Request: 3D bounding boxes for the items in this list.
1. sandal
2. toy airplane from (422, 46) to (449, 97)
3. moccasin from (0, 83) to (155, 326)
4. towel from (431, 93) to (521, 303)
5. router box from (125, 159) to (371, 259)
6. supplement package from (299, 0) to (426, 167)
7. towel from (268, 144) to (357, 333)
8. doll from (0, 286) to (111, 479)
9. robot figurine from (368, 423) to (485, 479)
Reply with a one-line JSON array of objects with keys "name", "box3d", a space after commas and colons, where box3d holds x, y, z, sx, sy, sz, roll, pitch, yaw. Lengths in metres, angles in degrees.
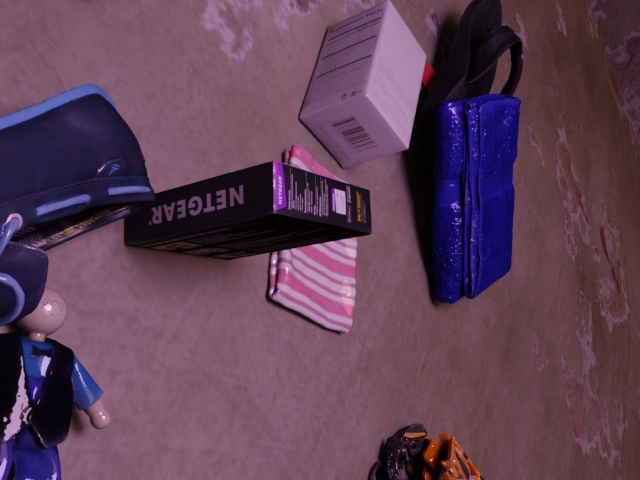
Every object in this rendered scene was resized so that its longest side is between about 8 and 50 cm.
[{"name": "sandal", "box3d": [0.278, -0.265, 1.179, 0.445, 0.107, 0.167, -63, 146, -36]}, {"name": "toy airplane", "box3d": [0.208, -0.277, 1.195, 0.151, 0.028, 0.151, 20, 65, -51]}, {"name": "moccasin", "box3d": [-0.213, 0.001, 0.431, 0.116, 0.138, 0.342, 55, 41, -13]}, {"name": "towel", "box3d": [0.254, -0.070, 1.069, 0.228, 0.076, 0.308, -20, 114, -48]}, {"name": "router box", "box3d": [-0.064, -0.020, 0.610, 0.133, 0.179, 0.046, 11, 73, -52]}, {"name": "supplement package", "box3d": [0.060, -0.204, 0.902, 0.105, 0.105, 0.179, 44, 47, -37]}, {"name": "towel", "box3d": [0.000, 0.000, 0.823, 0.144, 0.029, 0.197, 30, 57, -45]}, {"name": "doll", "box3d": [-0.206, 0.124, 0.485, 0.129, 0.046, 0.188, 18, 59, -40]}, {"name": "robot figurine", "box3d": [0.134, 0.361, 0.828, 0.211, 0.085, 0.291, 53, 37, -14]}]
